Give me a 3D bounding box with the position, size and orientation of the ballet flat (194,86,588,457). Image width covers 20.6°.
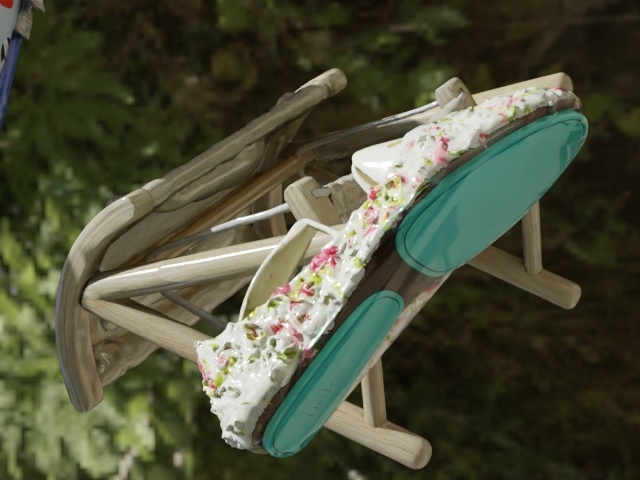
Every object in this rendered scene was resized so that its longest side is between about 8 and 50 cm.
[{"bbox_3d":[0.025,0.001,0.866,0.077,0.241,0.091,45,-179,31],"label":"ballet flat"}]

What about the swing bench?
[{"bbox_3d":[0.000,0.000,1.110,0.253,0.254,0.165,-39,-50,-52],"label":"swing bench"}]

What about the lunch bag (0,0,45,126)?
[{"bbox_3d":[-0.331,-0.122,1.165,0.243,0.303,0.115,-89,-22,-44],"label":"lunch bag"}]
